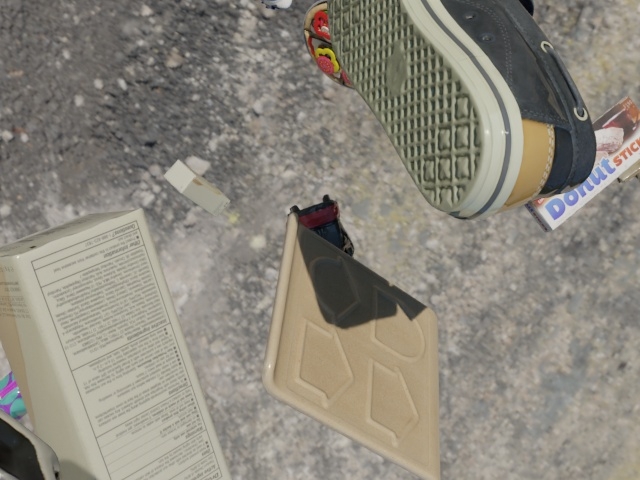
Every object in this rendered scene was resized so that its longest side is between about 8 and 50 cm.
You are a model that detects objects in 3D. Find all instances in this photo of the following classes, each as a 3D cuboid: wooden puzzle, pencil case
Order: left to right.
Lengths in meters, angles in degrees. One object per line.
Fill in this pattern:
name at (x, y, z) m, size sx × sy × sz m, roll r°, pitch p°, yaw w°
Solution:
pencil case at (-0.420, 0.204, 1.256) m, size 0.152 × 0.064 × 0.070 m, roll -43°, pitch 161°, yaw -8°
wooden puzzle at (0.047, 0.166, 1.295) m, size 0.348 × 0.322 × 0.080 m, roll 37°, pitch 127°, yaw -26°

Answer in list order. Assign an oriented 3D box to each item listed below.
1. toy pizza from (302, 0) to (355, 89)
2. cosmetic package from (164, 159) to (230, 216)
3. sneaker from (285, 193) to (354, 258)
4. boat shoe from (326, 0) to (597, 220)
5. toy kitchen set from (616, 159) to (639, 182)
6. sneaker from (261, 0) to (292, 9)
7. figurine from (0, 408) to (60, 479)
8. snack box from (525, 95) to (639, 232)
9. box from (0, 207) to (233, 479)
toy pizza at (0.046, -0.369, 1.679) m, size 0.032 × 0.201 × 0.201 m, roll -50°, pitch 140°, yaw -34°
cosmetic package at (-0.215, -0.090, 1.537) m, size 0.041 × 0.060 × 0.115 m, roll -49°, pitch 148°, yaw 1°
sneaker at (0.000, 0.000, 1.533) m, size 0.098 × 0.276 × 0.135 m, roll -19°, pitch 89°, yaw -2°
boat shoe at (0.126, -0.217, 0.918) m, size 0.156 × 0.500 × 0.186 m, roll -1°, pitch 137°, yaw -23°
toy kitchen set at (0.415, -0.087, 1.199) m, size 0.083 × 0.068 × 0.075 m, roll -35°, pitch 132°, yaw 0°
sneaker at (-0.082, -0.411, 1.454) m, size 0.053 × 0.144 × 0.059 m, roll -36°, pitch 111°, yaw 0°
figurine at (-0.141, 0.181, 0.336) m, size 0.209 × 0.092 × 0.215 m, roll -46°, pitch 135°, yaw 1°
snack box at (0.291, -0.084, 0.956) m, size 0.178 × 0.022 × 0.064 m, roll -37°, pitch 90°, yaw -17°
box at (-0.217, 0.136, 0.886) m, size 0.148 × 0.121 × 0.311 m, roll -24°, pitch 104°, yaw -39°
